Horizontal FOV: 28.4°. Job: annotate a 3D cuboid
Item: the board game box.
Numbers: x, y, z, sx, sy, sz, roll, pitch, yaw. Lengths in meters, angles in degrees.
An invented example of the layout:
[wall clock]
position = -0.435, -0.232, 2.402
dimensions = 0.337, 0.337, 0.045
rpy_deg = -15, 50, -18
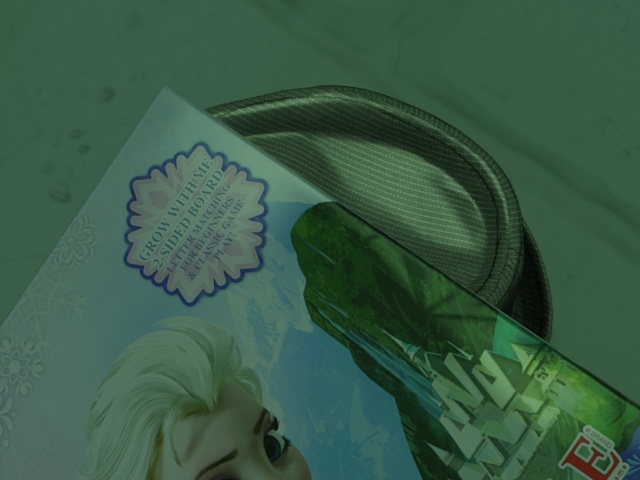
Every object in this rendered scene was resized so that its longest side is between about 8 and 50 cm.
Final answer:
[board game box]
position = -0.027, 0.148, 0.560
dimensions = 0.318, 0.066, 0.319
rpy_deg = 34, 90, 14

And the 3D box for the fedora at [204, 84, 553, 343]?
[fedora]
position = 0.000, 0.000, 0.689
dimensions = 0.275, 0.124, 0.244
rpy_deg = 23, 61, 7
